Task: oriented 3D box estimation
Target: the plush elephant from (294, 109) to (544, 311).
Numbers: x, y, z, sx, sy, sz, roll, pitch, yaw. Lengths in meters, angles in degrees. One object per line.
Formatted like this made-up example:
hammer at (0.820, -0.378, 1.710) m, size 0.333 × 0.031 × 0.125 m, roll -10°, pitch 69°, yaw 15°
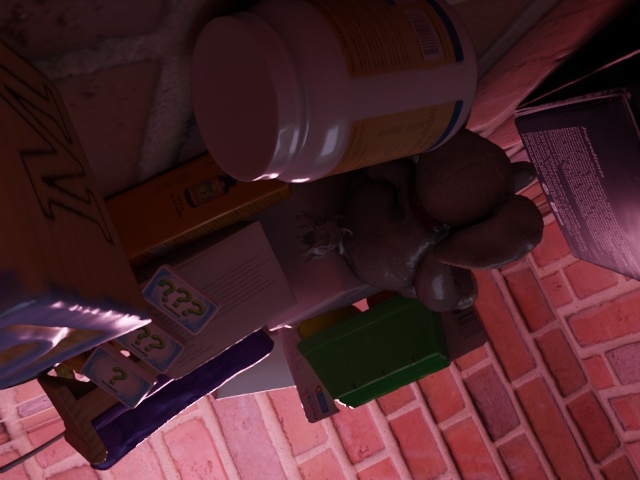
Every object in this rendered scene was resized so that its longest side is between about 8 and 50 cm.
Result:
plush elephant at (0.155, -0.053, 0.948) m, size 0.255 × 0.271 × 0.330 m, roll -27°, pitch 167°, yaw 35°

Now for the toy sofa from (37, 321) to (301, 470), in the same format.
toy sofa at (-0.207, 0.186, 1.099) m, size 0.363 × 0.177 × 0.150 m, roll -32°, pitch -166°, yaw -28°

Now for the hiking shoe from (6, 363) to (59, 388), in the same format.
hiking shoe at (-0.358, 0.093, 1.023) m, size 0.304 × 0.113 × 0.132 m, roll -32°, pitch 165°, yaw -19°

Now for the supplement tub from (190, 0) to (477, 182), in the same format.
supplement tub at (0.012, -0.127, 0.605) m, size 0.200 × 0.144 × 0.144 m, roll -17°, pitch 167°, yaw -35°

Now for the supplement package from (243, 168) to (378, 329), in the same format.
supplement package at (0.000, 0.000, 1.077) m, size 0.149 × 0.194 × 0.203 m, roll -31°, pitch 168°, yaw 35°

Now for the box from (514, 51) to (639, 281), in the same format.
box at (0.595, -0.166, 1.044) m, size 0.480 × 0.297 × 0.472 m, roll -25°, pitch -176°, yaw 3°

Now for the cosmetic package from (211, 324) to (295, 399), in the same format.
cosmetic package at (-0.108, 0.252, 1.797) m, size 0.366 × 0.155 × 0.197 m, roll -4°, pitch -161°, yaw -27°

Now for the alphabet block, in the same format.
alphabet block at (-0.250, -0.006, 0.466) m, size 0.193 × 0.197 × 0.193 m, roll -24°, pitch 170°, yaw -1°

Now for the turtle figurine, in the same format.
turtle figurine at (-0.374, 0.215, 1.222) m, size 0.266 × 0.274 × 0.198 m, roll 12°, pitch -165°, yaw -28°

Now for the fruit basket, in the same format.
fruit basket at (0.070, 0.091, 1.278) m, size 0.327 × 0.353 × 0.165 m, roll -27°, pitch 146°, yaw 10°

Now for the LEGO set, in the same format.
LEGO set at (-0.254, 0.062, 0.785) m, size 0.182 × 0.244 × 0.060 m, roll -48°, pitch -172°, yaw 24°

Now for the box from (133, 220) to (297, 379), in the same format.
box at (-0.159, 0.064, 0.933) m, size 0.182 × 0.119 × 0.181 m, roll -31°, pitch -164°, yaw -24°

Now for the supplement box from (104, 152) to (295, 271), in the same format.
supplement box at (-0.149, -0.041, 0.857) m, size 0.234 × 0.078 × 0.080 m, roll -25°, pitch 170°, yaw 3°
